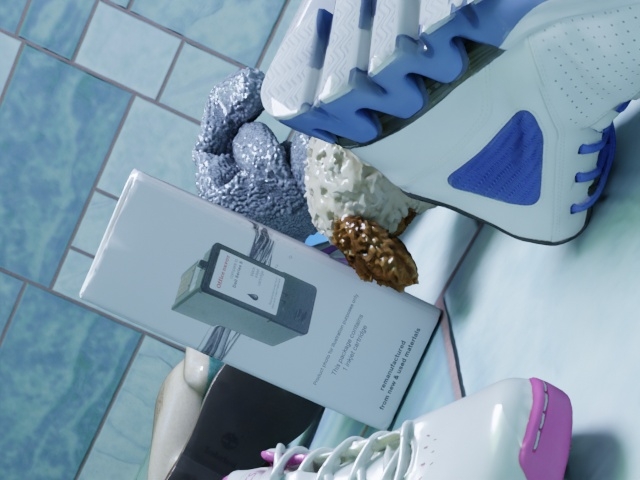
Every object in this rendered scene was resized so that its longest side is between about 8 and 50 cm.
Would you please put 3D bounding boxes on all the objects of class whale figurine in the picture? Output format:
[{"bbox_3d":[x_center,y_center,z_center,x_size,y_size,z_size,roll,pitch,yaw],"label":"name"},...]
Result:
[{"bbox_3d":[-0.130,0.218,1.345,0.216,0.141,0.272,-92,15,-50],"label":"whale figurine"}]

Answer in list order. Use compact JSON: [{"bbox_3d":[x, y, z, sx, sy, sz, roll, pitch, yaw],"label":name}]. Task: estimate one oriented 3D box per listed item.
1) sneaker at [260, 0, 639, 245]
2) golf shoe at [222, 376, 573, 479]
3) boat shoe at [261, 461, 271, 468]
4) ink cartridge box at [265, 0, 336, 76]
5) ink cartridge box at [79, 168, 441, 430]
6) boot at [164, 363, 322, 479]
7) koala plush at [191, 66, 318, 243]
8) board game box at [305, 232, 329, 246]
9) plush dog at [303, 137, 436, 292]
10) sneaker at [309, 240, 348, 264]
[{"bbox_3d":[0.140,-0.101,0.627,0.316,0.182,0.127,-20,45,36],"label":"sneaker"},{"bbox_3d":[0.019,0.156,0.597,0.306,0.140,0.115,-56,10,46],"label":"golf shoe"},{"bbox_3d":[-0.090,0.292,1.263,0.060,0.064,0.178,37,106,51],"label":"boat shoe"},{"bbox_3d":[0.060,-0.235,1.351,0.198,0.197,0.270,-63,7,7],"label":"ink cartridge box"},{"bbox_3d":[-0.057,0.046,0.959,0.198,0.273,0.114,-163,98,-83],"label":"ink cartridge box"},{"bbox_3d":[-0.089,0.204,1.181,0.305,0.112,0.115,-54,2,-16],"label":"boot"},{"bbox_3d":[-0.005,-0.078,1.156,0.221,0.196,0.203,-15,42,35],"label":"koala plush"},{"bbox_3d":[-0.003,0.034,1.383,0.133,0.033,0.168,-59,40,37],"label":"board game box"},{"bbox_3d":[0.057,-0.089,0.870,0.262,0.211,0.225,-78,11,-57],"label":"plush dog"},{"bbox_3d":[-0.019,0.090,1.298,0.114,0.152,0.305,-19,-4,-36],"label":"sneaker"}]
